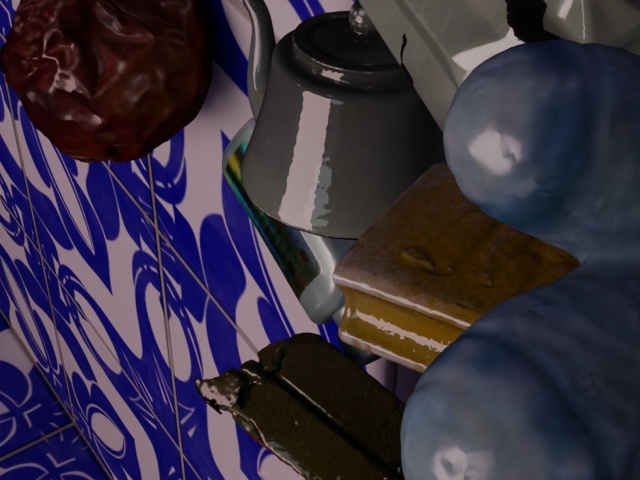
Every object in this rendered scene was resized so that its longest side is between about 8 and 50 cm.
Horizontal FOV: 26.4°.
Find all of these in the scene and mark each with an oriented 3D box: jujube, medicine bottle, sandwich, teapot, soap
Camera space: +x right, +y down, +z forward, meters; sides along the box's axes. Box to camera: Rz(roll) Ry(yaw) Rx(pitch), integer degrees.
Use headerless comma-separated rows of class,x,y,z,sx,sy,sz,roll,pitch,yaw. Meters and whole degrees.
jujube,-0.222,-0.174,1.390,0.216,0.216,0.342,66,163,-4
medicine bottle,0.000,0.000,1.209,0.229,0.083,0.121,60,157,13
sandwich,0.044,0.194,1.214,0.292,0.109,0.212,37,173,16
teapot,0.036,-0.100,0.973,0.239,0.162,0.149,28,128,30
soap,0.140,0.038,0.823,0.232,0.140,0.073,20,137,30

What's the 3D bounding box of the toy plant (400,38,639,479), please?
toy plant,0.168,0.017,0.552,0.247,0.332,0.247,44,149,36

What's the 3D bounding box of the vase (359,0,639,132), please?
vase,0.067,-0.185,0.803,0.360,0.165,0.165,52,154,35
